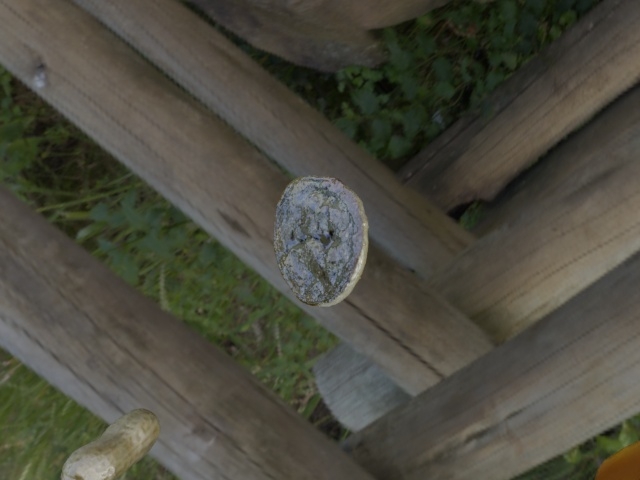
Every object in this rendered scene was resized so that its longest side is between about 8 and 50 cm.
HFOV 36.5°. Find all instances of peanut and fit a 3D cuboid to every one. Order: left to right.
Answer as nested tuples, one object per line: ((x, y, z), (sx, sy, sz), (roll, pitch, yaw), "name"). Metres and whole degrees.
((-0.146, 0.148, 0.684), (0.037, 0.083, 0.037), (18, 120, 34), "peanut")

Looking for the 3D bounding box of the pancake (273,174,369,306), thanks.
((0.000, 0.000, 1.119), (0.158, 0.028, 0.158), (6, 99, 45), "pancake")

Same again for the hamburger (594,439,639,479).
((0.271, 0.187, 0.690), (0.087, 0.137, 0.166), (43, 132, -10), "hamburger")
